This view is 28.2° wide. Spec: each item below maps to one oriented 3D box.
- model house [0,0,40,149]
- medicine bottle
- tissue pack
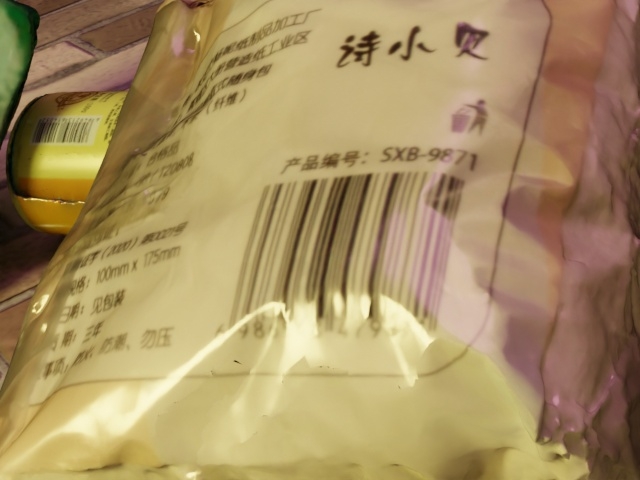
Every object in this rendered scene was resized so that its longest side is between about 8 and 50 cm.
[{"bbox_3d":[-0.356,-0.097,1.039,0.230,0.280,0.249,23,3,-5],"label":"model house"},{"bbox_3d":[-0.110,-0.055,0.965,0.239,0.124,0.124,4,33,26],"label":"medicine bottle"},{"bbox_3d":[0.000,0.000,0.703,0.375,0.195,0.390,-1,57,28],"label":"tissue pack"}]
